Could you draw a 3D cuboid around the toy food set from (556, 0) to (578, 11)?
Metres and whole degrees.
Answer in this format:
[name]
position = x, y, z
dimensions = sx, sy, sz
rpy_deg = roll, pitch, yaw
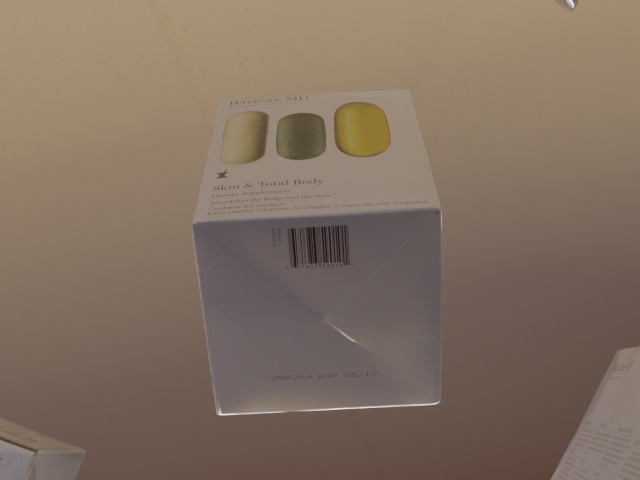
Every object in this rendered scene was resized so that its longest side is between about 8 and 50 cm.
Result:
[toy food set]
position = 0.088, -0.226, 0.591
dimensions = 0.128, 0.218, 0.071
rpy_deg = 31, -83, -44

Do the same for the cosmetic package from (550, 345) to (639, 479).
[cosmetic package]
position = 0.266, 0.228, 0.804
dimensions = 0.097, 0.377, 0.285
rpy_deg = 26, -95, 9

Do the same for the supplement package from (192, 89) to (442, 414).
[supplement package]
position = 0.000, 0.000, 0.894
dimensions = 0.199, 0.263, 0.198
rpy_deg = -3, -61, 1

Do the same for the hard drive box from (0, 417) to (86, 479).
[hard drive box]
position = -0.278, 0.160, 0.527
dimensions = 0.232, 0.181, 0.089
rpy_deg = 20, -10, 8
